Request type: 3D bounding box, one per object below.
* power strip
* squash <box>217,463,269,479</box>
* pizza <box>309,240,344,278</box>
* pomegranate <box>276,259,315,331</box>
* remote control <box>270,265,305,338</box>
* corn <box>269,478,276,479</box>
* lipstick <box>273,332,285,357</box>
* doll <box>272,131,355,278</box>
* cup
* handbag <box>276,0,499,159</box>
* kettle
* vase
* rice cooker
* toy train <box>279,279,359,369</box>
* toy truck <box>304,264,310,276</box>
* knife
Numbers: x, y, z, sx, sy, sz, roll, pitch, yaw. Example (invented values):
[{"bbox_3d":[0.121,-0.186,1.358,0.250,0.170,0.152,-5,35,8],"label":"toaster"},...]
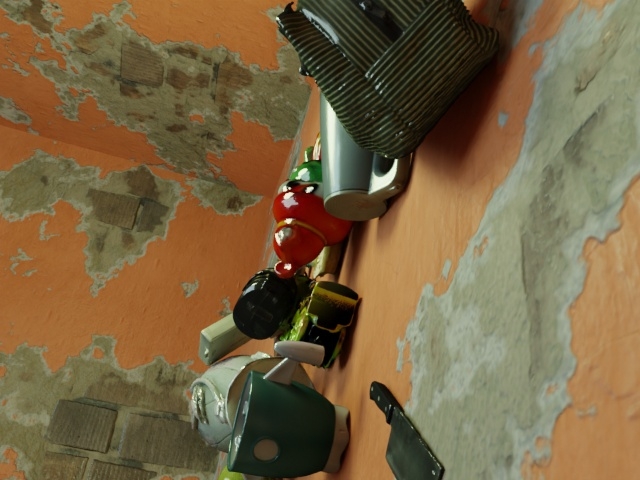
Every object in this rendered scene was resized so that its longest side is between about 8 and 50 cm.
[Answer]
[{"bbox_3d":[-0.155,0.193,1.537,0.367,0.043,0.106,-28,-34,-39],"label":"power strip"},{"bbox_3d":[-0.156,0.564,1.236,0.132,0.132,0.247,134,140,-71],"label":"squash"},{"bbox_3d":[0.000,0.000,1.471,0.288,0.075,0.280,122,161,-60],"label":"pizza"},{"bbox_3d":[-0.072,0.129,1.402,0.148,0.148,0.169,-99,-16,-68],"label":"pomegranate"},{"bbox_3d":[-0.100,0.162,1.673,0.103,0.034,0.250,-27,-39,-40],"label":"remote control"},{"bbox_3d":[-0.193,0.664,1.434,0.131,0.131,0.344,-91,16,-58],"label":"corn"},{"bbox_3d":[-0.109,0.298,1.737,0.145,0.045,0.045,-104,28,-71],"label":"lipstick"},{"bbox_3d":[-0.004,-0.075,1.263,0.363,0.182,0.160,-62,-34,-25],"label":"doll"},{"bbox_3d":[-0.049,0.307,0.987,0.167,0.173,0.300,-121,46,-76],"label":"cup"},{"bbox_3d":[0.077,-0.282,0.855,0.247,0.240,0.341,-46,14,9],"label":"handbag"},{"bbox_3d":[0.089,-0.172,1.100,0.210,0.160,0.243,-21,57,43],"label":"kettle"},{"bbox_3d":[-0.157,0.364,1.350,0.445,0.250,0.250,145,140,-66],"label":"vase"},{"bbox_3d":[-0.115,0.132,1.281,0.165,0.112,0.106,-56,0,24],"label":"rice cooker"},{"bbox_3d":[-0.009,0.167,1.206,0.296,0.100,0.160,136,155,-75],"label":"toy train"},{"bbox_3d":[-0.052,0.056,1.734,0.078,0.080,0.154,-26,44,42],"label":"toy truck"},{"bbox_3d":[0.093,0.243,0.734,0.245,0.019,0.072,-135,59,-77],"label":"knife"}]
